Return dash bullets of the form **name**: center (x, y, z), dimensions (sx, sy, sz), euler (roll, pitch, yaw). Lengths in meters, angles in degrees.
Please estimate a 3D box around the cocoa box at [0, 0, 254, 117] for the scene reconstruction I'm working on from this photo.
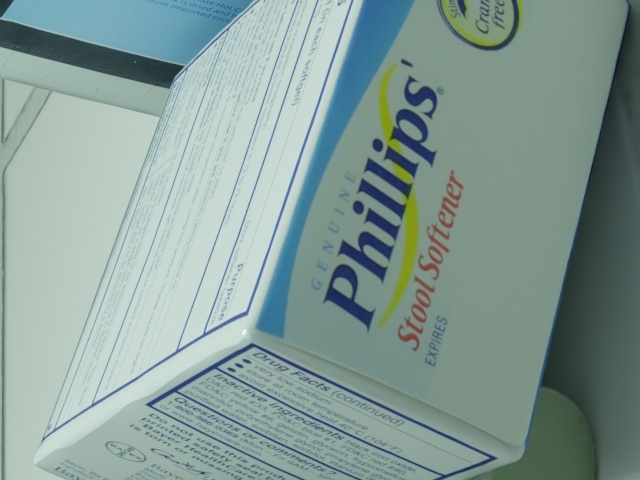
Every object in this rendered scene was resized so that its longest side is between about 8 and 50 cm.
- **cocoa box**: center (-0.116, -0.230, 1.121), dimensions (0.228, 0.347, 0.231), euler (-32, 50, 56)

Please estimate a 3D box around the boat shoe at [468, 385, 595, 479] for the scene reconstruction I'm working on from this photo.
- **boat shoe**: center (0.080, 0.183, 0.867), dimensions (0.081, 0.079, 0.227), euler (151, 132, -66)

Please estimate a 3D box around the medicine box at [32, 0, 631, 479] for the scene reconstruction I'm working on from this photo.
- **medicine box**: center (0.000, 0.000, 0.943), dimensions (0.289, 0.149, 0.263), euler (-32, 35, 57)
